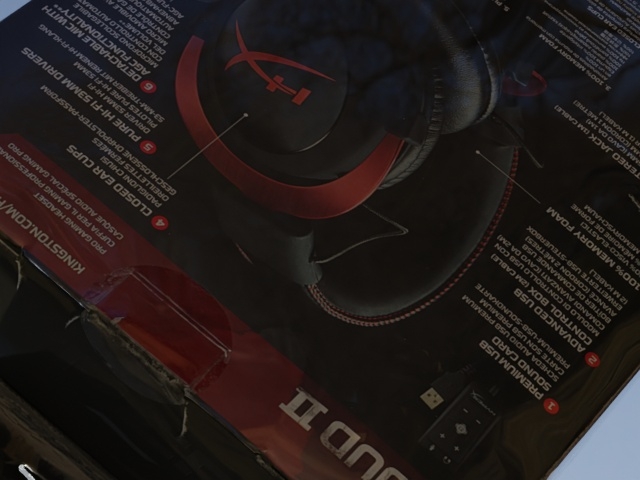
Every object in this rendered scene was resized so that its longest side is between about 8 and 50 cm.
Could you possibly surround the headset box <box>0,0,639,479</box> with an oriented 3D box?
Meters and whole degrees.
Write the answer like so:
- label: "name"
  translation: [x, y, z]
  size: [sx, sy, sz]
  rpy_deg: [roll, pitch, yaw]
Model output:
- label: "headset box"
  translation: [0.000, 0.000, 0.652]
  size: [0.293, 0.218, 0.110]
  rpy_deg: [-43, -12, -38]
